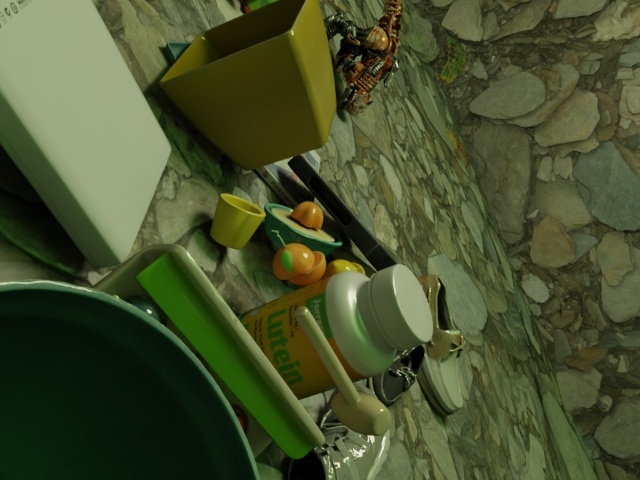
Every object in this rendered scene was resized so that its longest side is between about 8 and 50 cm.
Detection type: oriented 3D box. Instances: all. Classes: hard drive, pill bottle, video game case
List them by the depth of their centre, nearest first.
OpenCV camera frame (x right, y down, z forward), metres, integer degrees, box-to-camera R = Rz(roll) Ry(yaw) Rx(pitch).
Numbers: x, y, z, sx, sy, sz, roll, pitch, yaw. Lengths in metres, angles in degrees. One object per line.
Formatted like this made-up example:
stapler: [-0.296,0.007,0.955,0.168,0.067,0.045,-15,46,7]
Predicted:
hard drive: [-0.270,-0.176,0.625,0.233,0.047,0.353,-87,159,-50]
pill bottle: [0.012,0.120,0.800,0.136,0.246,0.136,43,33,-38]
video game case: [0.072,-0.010,1.108,0.248,0.035,0.275,52,4,35]
video game case: [-0.065,-0.157,1.149,0.183,0.023,0.201,49,31,-31]

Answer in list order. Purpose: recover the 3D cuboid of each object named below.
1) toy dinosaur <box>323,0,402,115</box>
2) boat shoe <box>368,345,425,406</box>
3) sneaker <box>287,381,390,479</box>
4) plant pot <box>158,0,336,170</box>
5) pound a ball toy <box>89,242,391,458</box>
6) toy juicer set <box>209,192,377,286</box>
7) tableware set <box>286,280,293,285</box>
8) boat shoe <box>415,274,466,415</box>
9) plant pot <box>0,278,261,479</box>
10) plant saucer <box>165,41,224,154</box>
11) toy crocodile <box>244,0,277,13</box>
toy dinosaur: [0.117,-0.468,1.523,0.322,0.218,0.164,-54,145,-15]
boat shoe: [0.146,0.244,1.159,0.075,0.065,0.206,64,26,-4]
sneaker: [0.019,0.287,0.833,0.115,0.105,0.281,54,28,-23]
plant pot: [-0.083,-0.234,0.956,0.212,0.212,0.187,-77,147,-52]
pound a ball toy: [-0.094,0.142,0.670,0.208,0.136,0.319,-43,111,-26]
toy juicer set: [0.000,0.000,0.953,0.209,0.089,0.329,32,13,24]
tableware set: [-0.012,0.069,1.061,0.141,0.020,0.169,65,27,-1]
boat shoe: [0.253,0.220,1.339,0.113,0.103,0.302,6,63,-61]
plant pot: [-0.190,0.193,0.338,0.293,0.196,0.293,43,33,-38]
plant saucer: [-0.185,-0.223,0.986,0.192,0.018,0.067,63,26,-4]
toy crocodile: [-0.107,-0.483,1.279,0.340,0.105,0.115,51,28,-37]
